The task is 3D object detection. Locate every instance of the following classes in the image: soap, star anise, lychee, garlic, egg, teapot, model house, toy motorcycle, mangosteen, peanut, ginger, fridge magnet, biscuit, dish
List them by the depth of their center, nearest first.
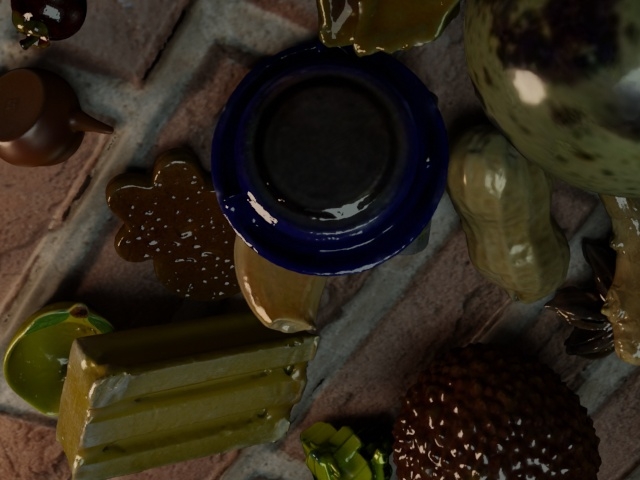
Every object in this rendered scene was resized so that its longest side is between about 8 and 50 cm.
[{"bbox_3d":[0.055,-0.287,1.296,0.173,0.268,0.239,22,130,-26],"label":"model house"},{"bbox_3d":[0.355,-0.217,1.342,0.427,0.345,0.345,-11,132,-15],"label":"egg"},{"bbox_3d":[-0.282,-0.241,1.384,0.080,0.081,0.081,-5,130,-6],"label":"mangosteen"},{"bbox_3d":[0.009,-0.093,1.463,0.265,0.266,0.113,-15,171,3],"label":"fridge magnet"},{"bbox_3d":[-0.311,-0.128,1.467,0.173,0.116,0.116,0,136,26],"label":"teapot"},{"bbox_3d":[-0.006,-0.011,1.569,0.145,0.164,0.245,26,100,-51],"label":"garlic"},{"bbox_3d":[0.229,-0.031,1.623,0.130,0.130,0.290,-18,133,5],"label":"peanut"},{"bbox_3d":[-0.161,-0.013,1.624,0.179,0.039,0.236,-24,130,8],"label":"biscuit"},{"bbox_3d":[0.387,0.024,1.656,0.131,0.086,0.295,-22,97,-18],"label":"ginger"},{"bbox_3d":[-0.323,0.130,1.689,0.148,0.080,0.208,11,129,-19],"label":"dish"},{"bbox_3d":[-0.170,0.190,1.696,0.314,0.091,0.199,-8,133,-29],"label":"soap"},{"bbox_3d":[0.417,0.087,1.777,0.236,0.093,0.229,-15,125,-2],"label":"star anise"},{"bbox_3d":[0.236,0.283,1.791,0.275,0.276,0.304,-23,99,10],"label":"lychee"},{"bbox_3d":[0.022,0.406,1.945,0.206,0.142,0.342,-32,140,-34],"label":"toy motorcycle"}]

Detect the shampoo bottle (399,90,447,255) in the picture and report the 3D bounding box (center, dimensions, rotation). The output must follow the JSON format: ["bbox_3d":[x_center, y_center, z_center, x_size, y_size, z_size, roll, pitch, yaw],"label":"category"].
[{"bbox_3d":[0.109,-0.080,1.593,0.072,0.072,0.214,-2,130,-8],"label":"shampoo bottle"}]
